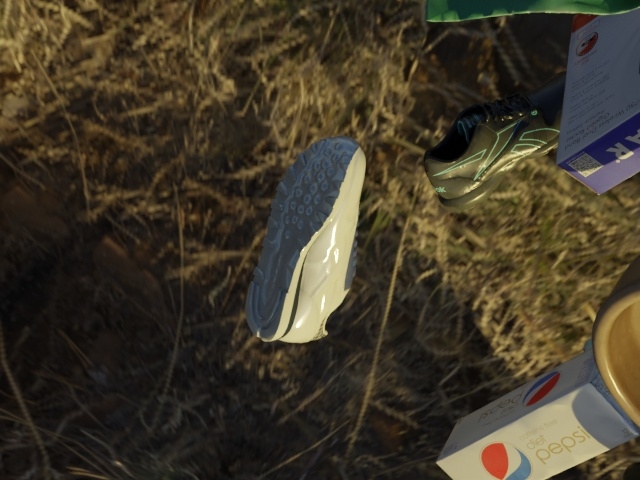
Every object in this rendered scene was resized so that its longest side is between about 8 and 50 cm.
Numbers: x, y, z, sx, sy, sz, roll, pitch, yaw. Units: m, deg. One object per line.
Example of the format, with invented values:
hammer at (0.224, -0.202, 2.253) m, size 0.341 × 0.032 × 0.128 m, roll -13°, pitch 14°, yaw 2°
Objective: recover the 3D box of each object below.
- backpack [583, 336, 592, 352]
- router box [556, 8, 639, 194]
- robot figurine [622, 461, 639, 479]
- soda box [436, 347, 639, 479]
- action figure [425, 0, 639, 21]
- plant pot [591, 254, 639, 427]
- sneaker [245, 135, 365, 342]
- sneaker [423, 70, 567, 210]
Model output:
backpack at (0.437, 0.126, 1.424) m, size 0.225 × 0.253 × 0.191 m, roll -3°, pitch 70°, yaw -42°
router box at (0.459, -0.259, 1.608) m, size 0.082 × 0.335 × 0.301 m, roll 32°, pitch 48°, yaw -21°
robot figurine at (0.416, 0.234, 1.155) m, size 0.173 × 0.278 × 0.209 m, roll 24°, pitch 70°, yaw -28°
soda box at (0.217, 0.184, 1.235) m, size 0.074 × 0.216 × 0.069 m, roll 46°, pitch 42°, yaw -8°
action figure at (0.164, -0.144, 0.503) m, size 0.232 × 0.063 × 0.137 m, roll 6°, pitch 89°, yaw -4°
plant pot at (0.375, 0.043, 0.976) m, size 0.263 × 0.263 × 0.229 m, roll 33°, pitch 59°, yaw 4°
sneaker at (0.000, 0.000, 1.323) m, size 0.095 × 0.090 × 0.235 m, roll 8°, pitch 114°, yaw -37°
sneaker at (0.262, -0.156, 1.782) m, size 0.267 × 0.101 × 0.106 m, roll -41°, pitch 124°, yaw 1°
